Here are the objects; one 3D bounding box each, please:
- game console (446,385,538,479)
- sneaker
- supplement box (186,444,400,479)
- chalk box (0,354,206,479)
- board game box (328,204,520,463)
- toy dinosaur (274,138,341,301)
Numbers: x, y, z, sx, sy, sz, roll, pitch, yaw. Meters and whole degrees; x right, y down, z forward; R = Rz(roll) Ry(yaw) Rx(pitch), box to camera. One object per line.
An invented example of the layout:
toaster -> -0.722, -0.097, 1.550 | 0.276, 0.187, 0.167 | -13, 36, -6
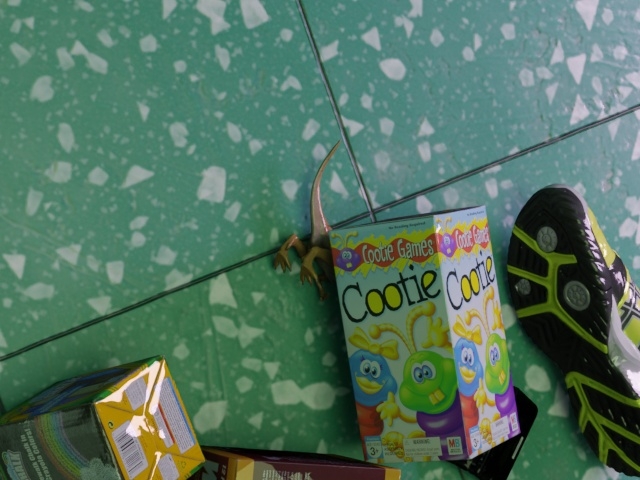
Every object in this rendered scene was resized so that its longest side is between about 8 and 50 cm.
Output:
game console -> 0.203, 0.235, 1.831 | 0.107, 0.071, 0.122 | 42, 71, -47
sneaker -> 0.359, 0.103, 1.854 | 0.147, 0.145, 0.385 | -30, 102, -42
supplement box -> -0.043, 0.303, 1.625 | 0.194, 0.191, 0.129 | 7, 85, -23
chalk box -> -0.256, 0.221, 1.554 | 0.132, 0.213, 0.132 | -32, 104, -55
board game box -> 0.124, 0.108, 1.705 | 0.144, 0.142, 0.275 | -12, 93, -58
toy dinosaur -> 0.000, 0.000, 1.739 | 0.112, 0.064, 0.212 | -30, 108, -42
